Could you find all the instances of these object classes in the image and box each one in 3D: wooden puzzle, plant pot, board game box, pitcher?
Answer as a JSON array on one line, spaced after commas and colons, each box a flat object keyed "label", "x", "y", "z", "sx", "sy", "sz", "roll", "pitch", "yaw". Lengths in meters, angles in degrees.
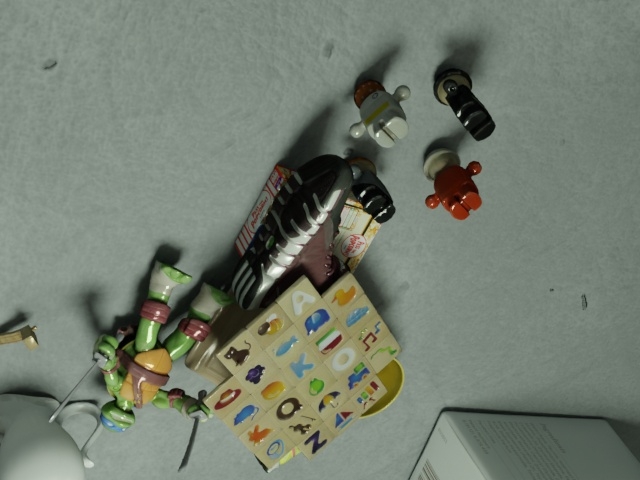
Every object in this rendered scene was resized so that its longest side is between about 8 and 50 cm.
[{"label": "wooden puzzle", "x": -0.060, "y": 0.164, "z": 1.878, "sx": 0.239, "sy": 0.044, "sz": 0.221, "roll": 32, "pitch": 100, "yaw": -8}, {"label": "plant pot", "x": 0.060, "y": 0.214, "z": 1.976, "sx": 0.134, "sy": 0.095, "sz": 0.134, "roll": -10, "pitch": 125, "yaw": -15}, {"label": "board game box", "x": -0.012, "y": -0.019, "z": 1.823, "sx": 0.193, "sy": 0.045, "sz": 0.146, "roll": 18, "pitch": 113, "yaw": -30}, {"label": "pitcher", "x": -0.399, "y": 0.317, "z": 1.787, "sx": 0.178, "sy": 0.207, "sz": 0.125, "roll": -6, "pitch": 124, "yaw": -20}]

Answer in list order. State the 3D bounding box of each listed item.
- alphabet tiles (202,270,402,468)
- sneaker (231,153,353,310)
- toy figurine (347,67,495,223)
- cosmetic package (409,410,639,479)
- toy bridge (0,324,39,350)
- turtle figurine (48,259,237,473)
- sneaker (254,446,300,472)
[{"label": "alphabet tiles", "x": -0.020, "y": 0.202, "z": 1.812, "sx": 0.285, "sy": 0.011, "sz": 0.342, "roll": -41, "pitch": 137, "yaw": -7}, {"label": "sneaker", "x": 0.000, "y": 0.000, "z": 1.759, "sx": 0.162, "sy": 0.106, "sz": 0.281, "roll": 17, "pitch": 124, "yaw": -35}, {"label": "toy figurine", "x": 0.138, "y": -0.141, "z": 1.751, "sx": 0.210, "sy": 0.148, "sz": 0.213, "roll": -5, "pitch": 126, "yaw": -12}, {"label": "cosmetic package", "x": 0.389, "y": 0.542, "z": 2.184, "sx": 0.394, "sy": 0.327, "sz": 0.329, "roll": 6, "pitch": 119, "yaw": -27}, {"label": "toy bridge", "x": -0.498, "y": 0.171, "z": 1.738, "sx": 0.188, "sy": 0.063, "sz": 0.026, "roll": -28, "pitch": 128, "yaw": -5}, {"label": "turtle figurine", "x": -0.229, "y": 0.182, "z": 1.749, "sx": 0.198, "sy": 0.274, "sz": 0.266, "roll": 26, "pitch": 87, "yaw": 2}, {"label": "sneaker", "x": -0.065, "y": 0.292, "z": 1.996, "sx": 0.094, "sy": 0.081, "sz": 0.208, "roll": -16, "pitch": 132, "yaw": -22}]
